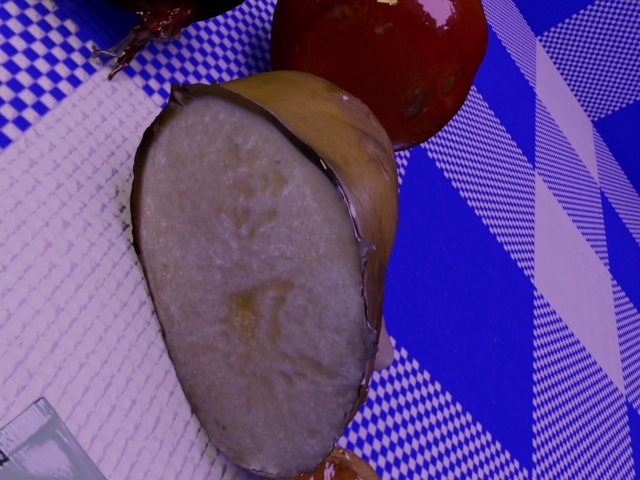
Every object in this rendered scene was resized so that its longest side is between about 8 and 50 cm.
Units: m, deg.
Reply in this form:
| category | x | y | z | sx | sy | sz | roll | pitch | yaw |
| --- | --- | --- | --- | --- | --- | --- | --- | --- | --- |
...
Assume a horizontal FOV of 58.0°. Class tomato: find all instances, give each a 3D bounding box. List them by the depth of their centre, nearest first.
| category | x | y | z | sx | sy | sz | roll | pitch | yaw |
| --- | --- | --- | --- | --- | --- | --- | --- | --- | --- |
| tomato | 0.082 | -0.305 | 0.885 | 0.290 | 0.325 | 0.293 | 34 | 49 | -36 |

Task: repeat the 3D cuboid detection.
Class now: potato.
| category | x | y | z | sx | sy | sz | roll | pitch | yaw |
| --- | --- | --- | --- | --- | --- | --- | --- | --- | --- |
| potato | 0.000 | 0.000 | 0.641 | 0.296 | 0.290 | 0.397 | -17 | 79 | -52 |

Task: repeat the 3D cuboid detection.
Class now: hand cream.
| category | x | y | z | sx | sy | sz | roll | pitch | yaw |
| --- | --- | --- | --- | --- | --- | --- | --- | --- | --- |
| hand cream | -0.167 | 0.283 | 0.471 | 0.320 | 0.067 | 0.109 | 53 | 39 | -5 |

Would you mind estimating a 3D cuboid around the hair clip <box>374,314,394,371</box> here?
| category | x | y | z | sx | sy | sz | roll | pitch | yaw |
| --- | --- | --- | --- | --- | --- | --- | --- | --- | --- |
| hair clip | 0.026 | 0.129 | 0.782 | 0.159 | 0.071 | 0.218 | 55 | 34 | -7 |

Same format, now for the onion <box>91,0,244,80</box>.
| category | x | y | z | sx | sy | sz | roll | pitch | yaw |
| --- | --- | --- | --- | --- | --- | --- | --- | --- | --- |
| onion | -0.176 | -0.329 | 0.669 | 0.273 | 0.273 | 0.284 | -2 | 97 | -50 |

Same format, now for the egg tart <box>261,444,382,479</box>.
| category | x | y | z | sx | sy | sz | roll | pitch | yaw |
| --- | --- | --- | --- | --- | --- | --- | --- | --- | --- |
| egg tart | -0.004 | 0.333 | 0.587 | 0.241 | 0.106 | 0.240 | 24 | 52 | -36 |
